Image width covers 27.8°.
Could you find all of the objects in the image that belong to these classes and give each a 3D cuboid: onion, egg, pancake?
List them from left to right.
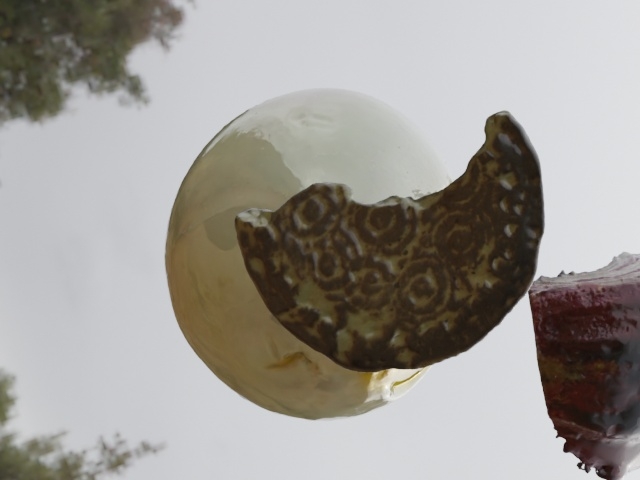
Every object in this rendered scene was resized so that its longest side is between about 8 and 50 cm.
[{"bbox_3d":[0.000,0.000,1.215,0.345,0.283,0.283,-78,167,-53],"label":"egg"},{"bbox_3d":[0.042,-0.006,0.810,0.020,0.190,0.184,-63,169,-80],"label":"pancake"},{"bbox_3d":[0.407,0.150,1.626,0.146,0.314,0.280,-13,-87,41],"label":"onion"}]
